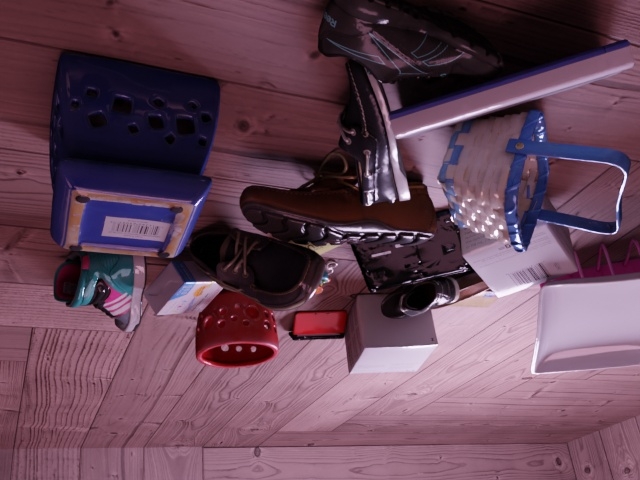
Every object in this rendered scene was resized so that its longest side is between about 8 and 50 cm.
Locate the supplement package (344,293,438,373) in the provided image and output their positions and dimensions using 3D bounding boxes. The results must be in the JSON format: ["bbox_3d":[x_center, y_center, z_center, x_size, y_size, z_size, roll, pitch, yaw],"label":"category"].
[{"bbox_3d":[0.178,0.246,1.855,0.194,0.149,0.203,-1,151,-11],"label":"supplement package"}]

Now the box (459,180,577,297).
[{"bbox_3d":[0.405,0.002,1.455,0.181,0.119,0.182,-23,133,27],"label":"box"}]

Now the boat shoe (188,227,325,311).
[{"bbox_3d":[-0.138,0.048,1.337,0.130,0.132,0.355,28,164,-37],"label":"boat shoe"}]

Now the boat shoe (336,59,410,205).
[{"bbox_3d":[0.073,-0.157,1.102,0.091,0.114,0.302,-15,136,8],"label":"boat shoe"}]

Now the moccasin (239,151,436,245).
[{"bbox_3d":[0.038,-0.072,1.277,0.380,0.147,0.139,0,165,-20],"label":"moccasin"}]

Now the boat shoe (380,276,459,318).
[{"bbox_3d":[0.218,0.136,1.675,0.079,0.084,0.233,-9,170,-41],"label":"boat shoe"}]

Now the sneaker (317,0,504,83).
[{"bbox_3d":[0.121,-0.264,0.952,0.267,0.101,0.106,16,126,-19],"label":"sneaker"}]

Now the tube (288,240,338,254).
[{"bbox_3d":[0.000,0.000,1.468,0.240,0.062,0.070,-27,106,41],"label":"tube"}]

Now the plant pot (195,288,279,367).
[{"bbox_3d":[-0.197,0.190,1.646,0.191,0.174,0.191,-5,151,-3],"label":"plant pot"}]

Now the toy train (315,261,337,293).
[{"bbox_3d":[-0.046,0.086,1.622,0.166,0.046,0.125,1,151,-14],"label":"toy train"}]

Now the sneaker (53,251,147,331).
[{"bbox_3d":[-0.466,0.108,1.487,0.178,0.124,0.295,-1,144,-20],"label":"sneaker"}]

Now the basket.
[{"bbox_3d":[0.356,-0.097,1.180,0.289,0.201,0.255,17,161,24],"label":"basket"}]

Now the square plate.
[{"bbox_3d":[0.643,0.173,1.549,0.347,0.049,0.344,-7,137,6],"label":"square plate"}]

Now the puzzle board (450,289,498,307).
[{"bbox_3d":[0.413,0.153,1.882,0.128,0.011,0.096,3,149,-19],"label":"puzzle board"}]

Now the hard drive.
[{"bbox_3d":[0.270,-0.215,1.037,0.318,0.040,0.210,-15,-175,15],"label":"hard drive"}]

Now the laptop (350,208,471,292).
[{"bbox_3d":[0.210,0.025,1.602,0.234,0.136,0.264,-15,125,13],"label":"laptop"}]

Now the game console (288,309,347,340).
[{"bbox_3d":[-0.009,0.225,1.921,0.144,0.085,0.124,0,-178,-11],"label":"game console"}]

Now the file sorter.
[{"bbox_3d":[0.692,0.120,1.683,0.290,0.202,0.182,-12,150,10],"label":"file sorter"}]

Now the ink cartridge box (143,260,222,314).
[{"bbox_3d":[-0.271,0.100,1.499,0.104,0.061,0.181,-46,158,21],"label":"ink cartridge box"}]

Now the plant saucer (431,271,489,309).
[{"bbox_3d":[0.353,0.115,1.729,0.198,0.036,0.198,-20,164,-6],"label":"plant saucer"}]

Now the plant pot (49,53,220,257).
[{"bbox_3d":[-0.282,-0.106,1.049,0.236,0.212,0.236,6,148,-22],"label":"plant pot"}]
